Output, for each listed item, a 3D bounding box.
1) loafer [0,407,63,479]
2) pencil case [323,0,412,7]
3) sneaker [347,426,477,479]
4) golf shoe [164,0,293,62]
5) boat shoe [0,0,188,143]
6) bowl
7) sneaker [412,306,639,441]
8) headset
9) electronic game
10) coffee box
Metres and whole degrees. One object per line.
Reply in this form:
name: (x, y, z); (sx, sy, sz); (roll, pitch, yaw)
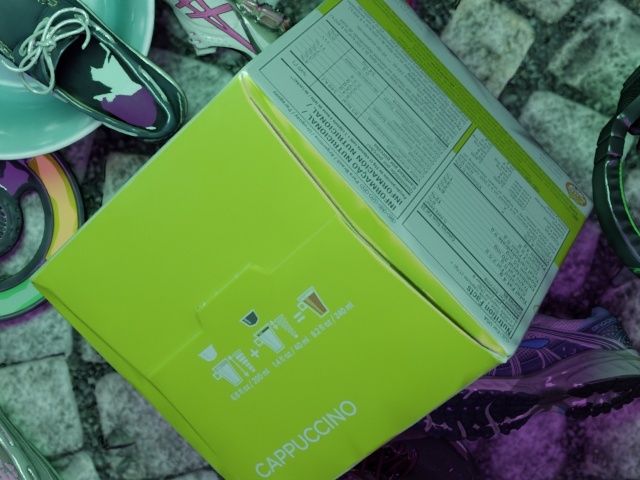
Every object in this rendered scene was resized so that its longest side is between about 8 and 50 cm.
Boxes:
loafer: (-0.399, 0.208, 1.648); (0.319, 0.111, 0.112); (44, 94, -5)
pencil case: (0.057, -0.219, 1.619); (0.104, 0.104, 0.236); (-8, 99, 0)
sneaker: (0.030, 0.240, 1.625); (0.281, 0.162, 0.106); (25, 116, 0)
golf shoe: (-0.127, -0.244, 1.624); (0.186, 0.067, 0.086); (27, 97, -4)
boat shoe: (-0.244, -0.178, 1.461); (0.254, 0.079, 0.095); (39, 98, -4)
bowl: (-0.321, -0.242, 1.573); (0.312, 0.163, 0.311); (0, 96, -1)
sneaker: (0.209, 0.138, 1.653); (0.283, 0.110, 0.122); (-6, 54, -11)
headset: (0.416, -0.134, 1.487); (0.243, 0.185, 0.394); (15, 78, -3)
electronic game: (-0.372, -0.022, 1.655); (0.229, 0.048, 0.229); (0, 97, -1)
coffee box: (0.000, 0.000, 1.461); (0.338, 0.334, 0.338); (47, 124, -5)
